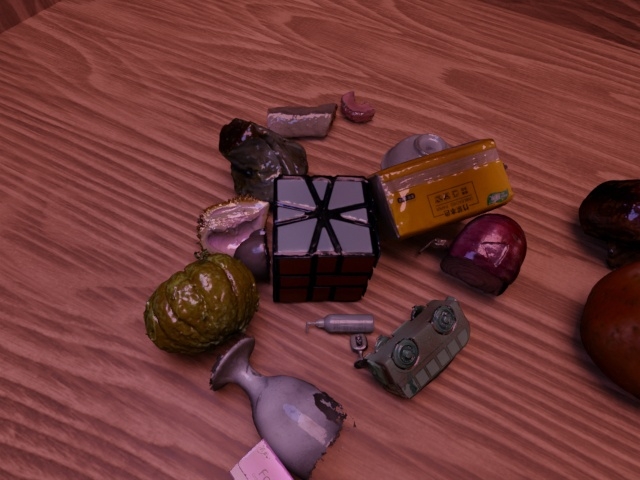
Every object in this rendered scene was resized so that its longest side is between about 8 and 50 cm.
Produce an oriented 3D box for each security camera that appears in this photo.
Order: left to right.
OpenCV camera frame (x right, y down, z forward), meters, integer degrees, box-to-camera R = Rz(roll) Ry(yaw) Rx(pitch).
[{"bbox_3d":[0.110,0.305,1.156,0.058,0.058,0.092,-7,49,-10],"label":"security camera"}]

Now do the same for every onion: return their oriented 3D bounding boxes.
[{"bbox_3d":[0.512,0.024,1.264,0.272,0.256,0.231,40,76,-5],"label":"onion"}]

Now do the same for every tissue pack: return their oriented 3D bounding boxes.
[{"bbox_3d":[-0.107,0.528,0.868,0.092,0.246,0.148,-34,66,-26],"label":"tissue pack"},{"bbox_3d":[0.337,-0.148,1.290,0.381,0.293,0.229,-17,94,-10],"label":"tissue pack"}]

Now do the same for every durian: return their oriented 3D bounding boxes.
[{"bbox_3d":[-0.283,-0.043,1.308,0.249,0.183,0.138,-27,31,-23],"label":"durian"}]

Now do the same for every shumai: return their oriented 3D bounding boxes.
[{"bbox_3d":[-0.199,-0.312,1.382,0.309,0.264,0.304,27,66,34],"label":"shumai"}]

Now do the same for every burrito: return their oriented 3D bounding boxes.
[{"bbox_3d":[-0.067,-0.478,1.631,0.298,0.105,0.143,-5,53,-6],"label":"burrito"}]

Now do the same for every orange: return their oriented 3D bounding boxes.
[{"bbox_3d":[-0.301,0.177,1.056,0.301,0.300,0.223,-36,78,0],"label":"orange"}]

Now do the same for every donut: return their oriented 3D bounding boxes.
[{"bbox_3d":[0.141,-0.548,1.717,0.117,0.065,0.166,-31,63,-24],"label":"donut"}]

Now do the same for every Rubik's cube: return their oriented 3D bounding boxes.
[{"bbox_3d":[0.000,0.000,1.208,0.293,0.284,0.289,3,55,-7],"label":"Rubik's cube"}]

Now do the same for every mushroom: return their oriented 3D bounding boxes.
[{"bbox_3d":[-0.198,0.049,1.217,0.117,0.188,0.142,-14,72,-12],"label":"mushroom"}]

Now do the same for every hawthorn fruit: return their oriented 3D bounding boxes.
[{"bbox_3d":[0.934,0.232,1.073,0.401,0.403,0.403,2,56,-3],"label":"hawthorn fruit"}]

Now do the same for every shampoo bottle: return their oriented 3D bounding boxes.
[{"bbox_3d":[0.055,0.239,1.188,0.194,0.056,0.056,2,56,-4],"label":"shampoo bottle"}]

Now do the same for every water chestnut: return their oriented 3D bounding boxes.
[{"bbox_3d":[1.035,-0.046,1.353,0.349,0.350,0.303,15,98,6],"label":"water chestnut"}]

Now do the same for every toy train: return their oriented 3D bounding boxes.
[{"bbox_3d":[0.275,0.281,1.115,0.326,0.129,0.160,-34,99,-24],"label":"toy train"}]

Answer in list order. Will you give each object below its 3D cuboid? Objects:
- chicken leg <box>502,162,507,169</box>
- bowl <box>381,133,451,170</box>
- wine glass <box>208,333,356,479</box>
[{"bbox_3d":[0.628,-0.234,1.543,0.125,0.080,0.196,28,58,-1],"label":"chicken leg"},{"bbox_3d":[0.390,-0.306,1.528,0.312,0.146,0.314,2,55,-3],"label":"bowl"},{"bbox_3d":[-0.100,0.398,0.995,0.356,0.191,0.190,32,59,18],"label":"wine glass"}]
